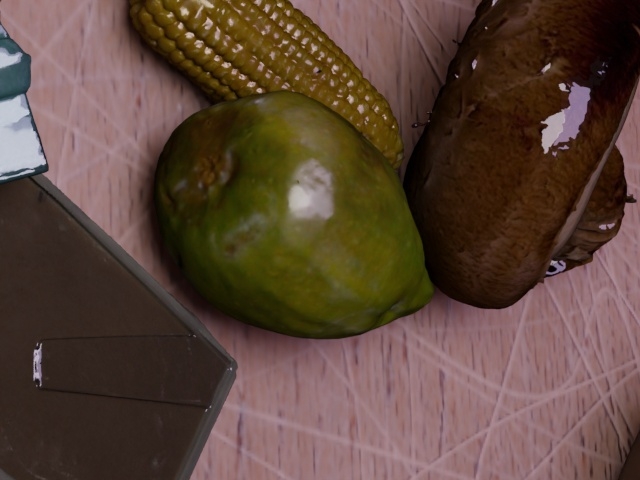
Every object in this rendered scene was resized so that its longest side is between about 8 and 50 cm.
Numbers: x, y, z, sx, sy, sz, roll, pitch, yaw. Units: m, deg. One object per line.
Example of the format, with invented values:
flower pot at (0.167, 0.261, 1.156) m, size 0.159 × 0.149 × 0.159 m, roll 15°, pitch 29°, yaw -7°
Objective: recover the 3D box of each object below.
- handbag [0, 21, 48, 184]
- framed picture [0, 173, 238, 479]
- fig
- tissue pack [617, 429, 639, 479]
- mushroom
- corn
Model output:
handbag at (-0.318, -0.134, 1.048) m, size 0.274 × 0.100 × 0.269 m, roll -15°, pitch 90°, yaw -16°
framed picture at (-0.161, 0.087, 1.168) m, size 0.260 × 0.023 × 0.189 m, roll 47°, pitch 52°, yaw -38°
fig at (-0.013, 0.004, 1.259) m, size 0.167 × 0.167 × 0.233 m, roll -50°, pitch 117°, yaw -33°
tissue pack at (0.411, 0.272, 1.454) m, size 0.387 × 0.277 × 0.267 m, roll 35°, pitch 69°, yaw -24°
mushroom at (0.159, -0.086, 1.369) m, size 0.278 × 0.163 × 0.297 m, roll 86°, pitch 27°, yaw -52°
corn at (-0.041, -0.129, 1.309) m, size 0.261 × 0.097 × 0.097 m, roll 40°, pitch 60°, yaw -26°
